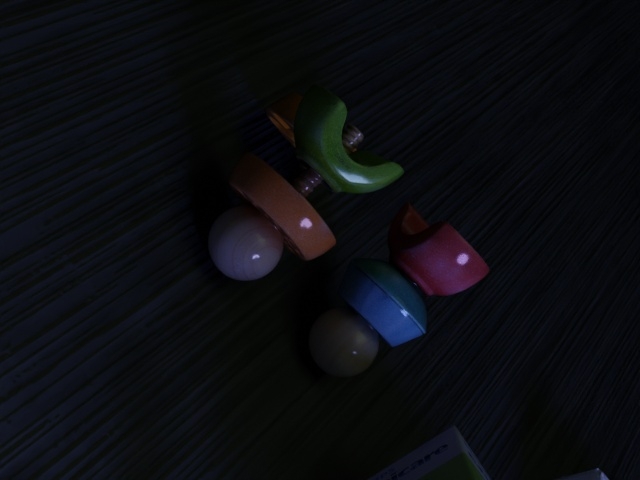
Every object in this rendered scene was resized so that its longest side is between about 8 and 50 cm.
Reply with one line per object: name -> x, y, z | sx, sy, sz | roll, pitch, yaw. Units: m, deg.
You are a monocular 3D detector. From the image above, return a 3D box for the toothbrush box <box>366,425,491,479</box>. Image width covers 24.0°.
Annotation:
toothbrush box -> 0.125, 0.297, 1.126 | 0.206, 0.122, 0.283 | 56, 7, -15

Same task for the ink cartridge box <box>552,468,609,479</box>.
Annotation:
ink cartridge box -> 0.292, 0.360, 1.524 | 0.218, 0.092, 0.158 | 51, 34, -33

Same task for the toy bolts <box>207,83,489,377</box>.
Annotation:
toy bolts -> 0.000, 0.000, 1.269 | 0.228, 0.158, 0.218 | 46, -5, -19
